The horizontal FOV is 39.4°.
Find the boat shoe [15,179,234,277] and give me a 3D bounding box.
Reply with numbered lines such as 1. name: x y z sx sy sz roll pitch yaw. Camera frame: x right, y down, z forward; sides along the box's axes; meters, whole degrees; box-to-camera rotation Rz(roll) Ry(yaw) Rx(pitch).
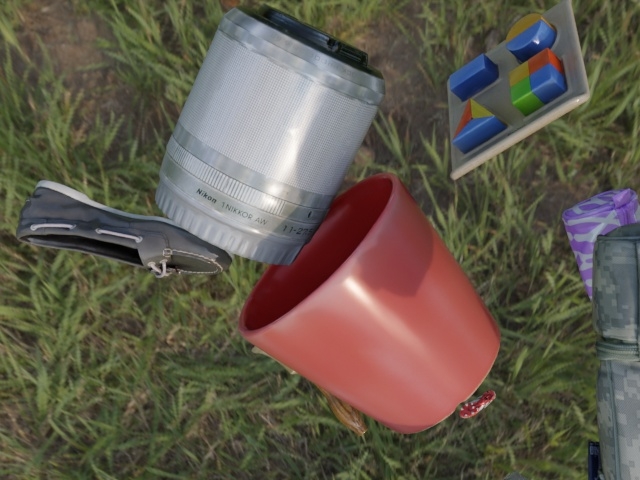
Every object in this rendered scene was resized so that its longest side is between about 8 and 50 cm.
1. boat shoe: -0.298 0.008 1.352 0.335 0.112 0.096 18 66 8

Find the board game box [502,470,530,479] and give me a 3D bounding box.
1. board game box: 0.200 0.399 1.092 0.224 0.303 0.098 -33 84 -2

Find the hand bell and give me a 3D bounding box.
1. hand bell: 0.000 0.251 1.604 0.126 0.126 0.242 -39 85 -13

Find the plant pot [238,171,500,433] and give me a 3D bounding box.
1. plant pot: 0.075 0.093 1.120 0.243 0.275 0.275 44 73 -14

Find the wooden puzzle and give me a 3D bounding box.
1. wooden puzzle: 0.375 -0.322 1.814 0.322 0.080 0.348 -32 34 36

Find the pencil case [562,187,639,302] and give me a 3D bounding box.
1. pencil case: 0.327 0.046 0.942 0.086 0.088 0.206 -27 97 -7

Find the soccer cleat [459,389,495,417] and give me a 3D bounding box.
1. soccer cleat: 0.317 0.330 1.793 0.083 0.035 0.029 -38 61 3

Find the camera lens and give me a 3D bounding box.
1. camera lens: -0.063 -0.136 1.111 0.219 0.219 0.274 31 104 17

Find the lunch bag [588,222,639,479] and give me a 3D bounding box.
1. lunch bag: 0.362 0.112 0.701 0.305 0.212 0.256 -3 85 19
